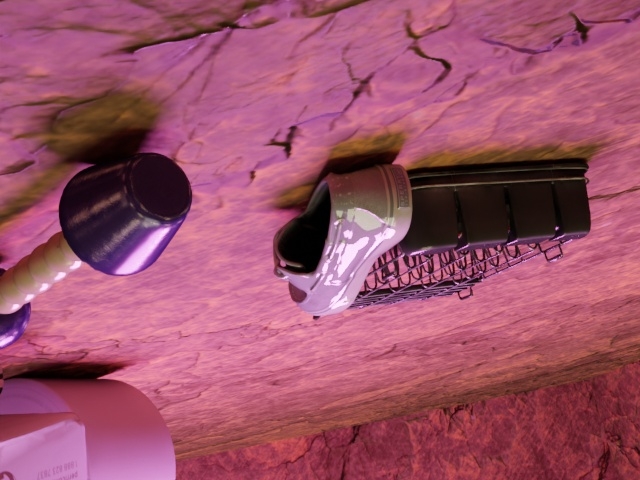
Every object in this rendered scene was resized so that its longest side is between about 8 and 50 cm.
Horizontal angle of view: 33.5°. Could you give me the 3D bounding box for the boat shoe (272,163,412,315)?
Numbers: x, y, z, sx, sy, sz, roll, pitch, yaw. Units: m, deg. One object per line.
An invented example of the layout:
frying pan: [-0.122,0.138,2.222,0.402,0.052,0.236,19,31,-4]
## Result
boat shoe: [0.000,0.001,0.882,0.081,0.079,0.227,0,156,-19]

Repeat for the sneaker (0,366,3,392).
sneaker: [-0.442,0.159,1.055,0.132,0.086,0.229,-19,167,34]

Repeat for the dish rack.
dish rack: [0.106,0.009,1.003,0.208,0.074,0.271,-4,165,-26]

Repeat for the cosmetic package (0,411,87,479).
cosmetic package: [-0.480,0.358,1.059,0.394,0.327,0.329,-4,179,19]

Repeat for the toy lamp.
toy lamp: [-0.181,0.012,0.748,0.080,0.080,0.275,-1,161,-39]

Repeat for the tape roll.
tape roll: [-0.330,0.297,1.351,0.246,0.246,0.169,-20,164,26]
